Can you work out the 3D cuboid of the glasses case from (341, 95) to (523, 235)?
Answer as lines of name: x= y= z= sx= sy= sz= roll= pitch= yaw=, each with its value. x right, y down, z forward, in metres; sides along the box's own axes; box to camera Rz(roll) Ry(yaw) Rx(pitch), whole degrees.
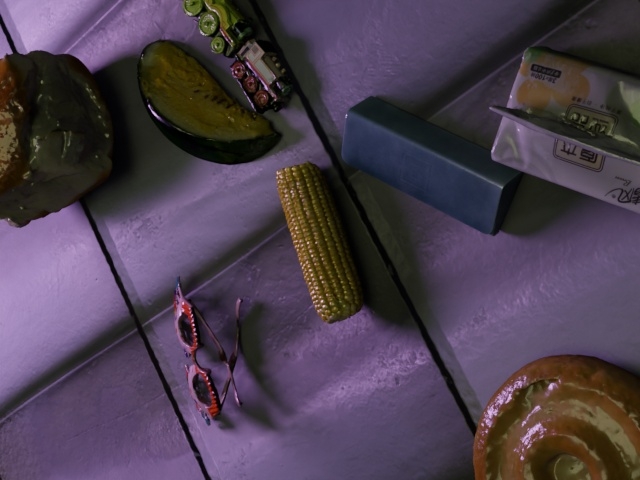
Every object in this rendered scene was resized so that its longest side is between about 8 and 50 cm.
glasses case: x=0.147 y=-0.108 z=1.468 sx=0.266 sy=0.056 sz=0.105 roll=29 pitch=108 yaw=28

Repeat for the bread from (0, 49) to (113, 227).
bread: x=-0.501 y=-0.173 z=1.785 sx=0.279 sy=0.225 sz=0.250 roll=-25 pitch=76 yaw=31

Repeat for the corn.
corn: x=0.000 y=0.000 z=1.559 sx=0.081 sy=0.081 sz=0.249 roll=-22 pitch=81 yaw=33

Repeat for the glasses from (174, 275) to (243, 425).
glasses: x=-0.185 y=0.179 z=1.712 sx=0.162 sy=0.095 sz=0.256 roll=-13 pitch=88 yaw=61

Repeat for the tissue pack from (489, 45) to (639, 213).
tissue pack: x=0.336 y=-0.139 z=1.288 sx=0.229 sy=0.145 sz=0.159 roll=24 pitch=106 yaw=29

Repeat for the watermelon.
watermelon: x=-0.204 y=-0.213 z=1.684 sx=0.129 sy=0.123 sz=0.301 roll=-45 pitch=66 yaw=-7

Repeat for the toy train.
toy train: x=-0.127 y=-0.305 z=1.633 sx=0.085 sy=0.053 sz=0.250 roll=-42 pitch=72 yaw=22

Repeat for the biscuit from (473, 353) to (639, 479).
biscuit: x=0.335 y=0.297 z=1.357 sx=0.296 sy=0.102 sz=0.297 roll=4 pitch=98 yaw=31
